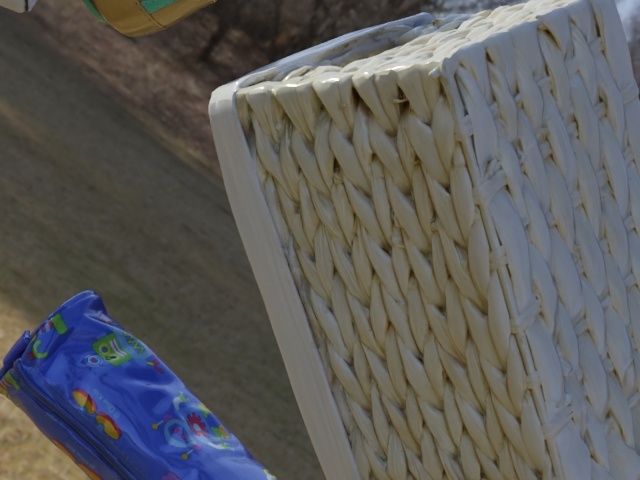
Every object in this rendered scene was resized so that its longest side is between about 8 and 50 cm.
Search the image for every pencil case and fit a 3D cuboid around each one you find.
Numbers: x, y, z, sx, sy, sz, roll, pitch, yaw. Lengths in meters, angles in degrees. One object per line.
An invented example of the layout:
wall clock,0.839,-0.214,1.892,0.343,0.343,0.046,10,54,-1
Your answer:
pencil case,-0.143,0.179,0.921,0.306,0.119,0.133,42,12,12

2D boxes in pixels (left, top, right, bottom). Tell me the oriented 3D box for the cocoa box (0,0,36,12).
cocoa box,-0.356,-0.391,0.885,0.347,0.231,0.228,20,-34,1

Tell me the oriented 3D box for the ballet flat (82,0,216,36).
ballet flat,-0.054,-0.185,0.450,0.080,0.073,0.232,44,38,-57

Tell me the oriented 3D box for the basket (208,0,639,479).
basket,0.054,0.006,0.371,0.103,0.113,0.167,-4,-72,45
